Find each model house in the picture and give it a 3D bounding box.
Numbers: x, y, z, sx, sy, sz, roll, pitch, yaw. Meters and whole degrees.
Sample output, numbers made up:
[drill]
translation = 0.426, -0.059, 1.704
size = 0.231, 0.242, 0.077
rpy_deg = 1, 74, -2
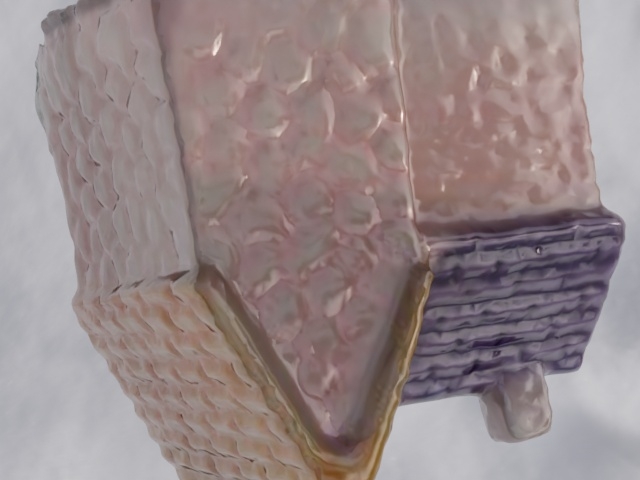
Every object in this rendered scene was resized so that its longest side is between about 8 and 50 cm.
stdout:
[model house]
translation = 0.000, 0.000, 0.733
size = 0.237, 0.202, 0.237
rpy_deg = -6, 87, -31
